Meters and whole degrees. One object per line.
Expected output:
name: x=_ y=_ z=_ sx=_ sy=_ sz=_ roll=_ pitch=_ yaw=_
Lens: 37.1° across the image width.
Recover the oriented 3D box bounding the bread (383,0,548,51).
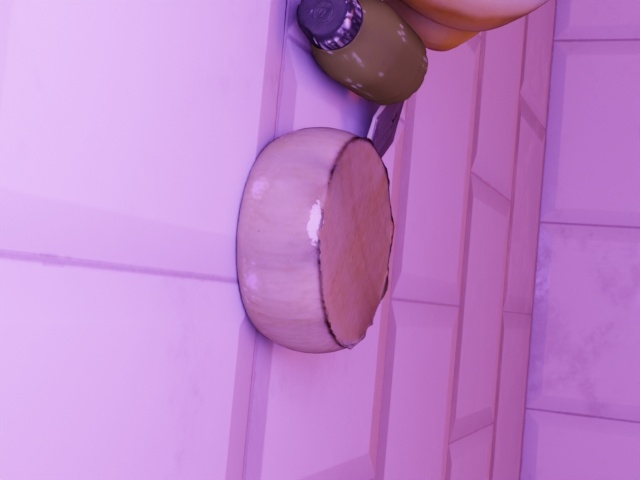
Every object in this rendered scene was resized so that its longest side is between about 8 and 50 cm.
bread: x=0.212 y=-0.470 z=1.231 sx=0.245 sy=0.329 sz=0.424 roll=33 pitch=66 yaw=-74

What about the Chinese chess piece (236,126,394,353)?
Chinese chess piece: x=0.000 y=0.000 z=1.082 sx=0.257 sy=0.104 sz=0.257 roll=3 pitch=90 yaw=-69

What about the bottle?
bottle: x=0.049 y=-0.240 z=1.155 sx=0.260 sy=0.112 sz=0.112 roll=11 pitch=83 yaw=-68

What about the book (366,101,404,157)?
book: x=0.088 y=-0.156 z=1.347 sx=0.181 sy=0.014 sz=0.127 roll=-57 pitch=164 yaw=-53
